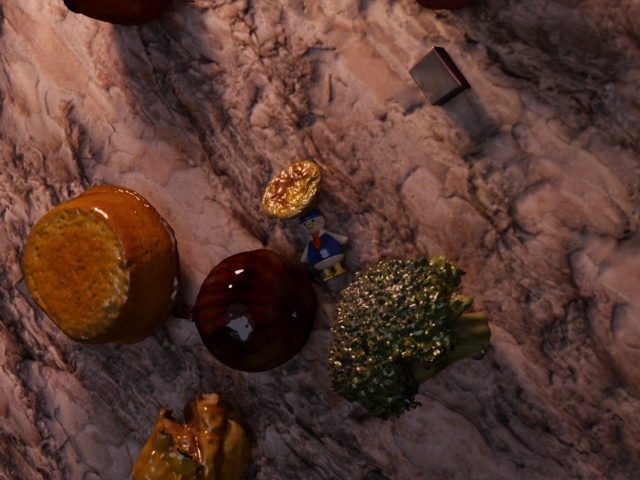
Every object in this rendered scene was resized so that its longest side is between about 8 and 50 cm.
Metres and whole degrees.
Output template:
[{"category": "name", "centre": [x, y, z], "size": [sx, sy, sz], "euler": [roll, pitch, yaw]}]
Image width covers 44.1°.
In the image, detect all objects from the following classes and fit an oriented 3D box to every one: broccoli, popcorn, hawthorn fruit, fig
[{"category": "broccoli", "centre": [0.130, 0.142, 1.262], "size": [0.235, 0.259, 0.288], "euler": [60, 155, -7]}, {"category": "popcorn", "centre": [-0.232, 0.407, 1.449], "size": [0.190, 0.191, 0.254], "euler": [20, 93, 3]}, {"category": "hawthorn fruit", "centre": [-0.346, -0.467, 1.413], "size": [0.251, 0.189, 0.190], "euler": [24, 103, 9]}, {"category": "fig", "centre": [-0.164, 0.136, 1.413], "size": [0.320, 0.217, 0.217], "euler": [-12, 91, 42]}]

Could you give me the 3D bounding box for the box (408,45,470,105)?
[{"category": "box", "centre": [0.193, -0.266, 1.292], "size": [0.063, 0.060, 0.085], "euler": [-38, 83, 24]}]

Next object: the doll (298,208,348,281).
[{"category": "doll", "centre": [0.000, 0.000, 1.392], "size": [0.098, 0.057, 0.143], "euler": [-25, 81, 22]}]

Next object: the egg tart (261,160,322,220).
[{"category": "egg tart", "centre": [-0.046, -0.080, 1.384], "size": [0.130, 0.052, 0.130], "euler": [-23, 44, 25]}]

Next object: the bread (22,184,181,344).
[{"category": "bread", "centre": [-0.406, 0.050, 1.484], "size": [0.312, 0.172, 0.312], "euler": [2, 96, 23]}]

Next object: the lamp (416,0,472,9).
[{"category": "lamp", "centre": [0.212, -0.438, 1.227], "size": [0.182, 0.140, 0.182], "euler": [-18, 58, 31]}]
